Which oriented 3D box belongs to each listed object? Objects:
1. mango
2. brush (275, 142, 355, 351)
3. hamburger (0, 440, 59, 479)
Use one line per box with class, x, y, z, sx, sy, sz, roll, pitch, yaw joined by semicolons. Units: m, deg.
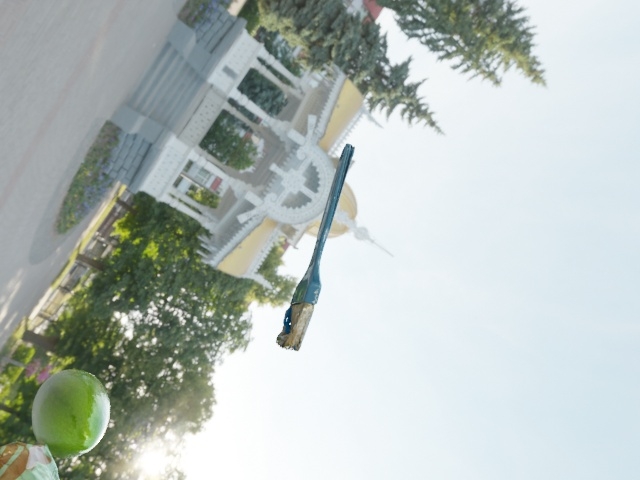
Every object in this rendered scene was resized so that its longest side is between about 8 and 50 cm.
mango;-0.577;0.410;0.959;0.343;0.155;0.193;-9;-92;53
brush;0.000;0.000;0.304;0.051;0.014;0.164;146;-37;-70
hamburger;-0.457;0.405;0.532;0.214;0.235;0.125;46;-32;40
